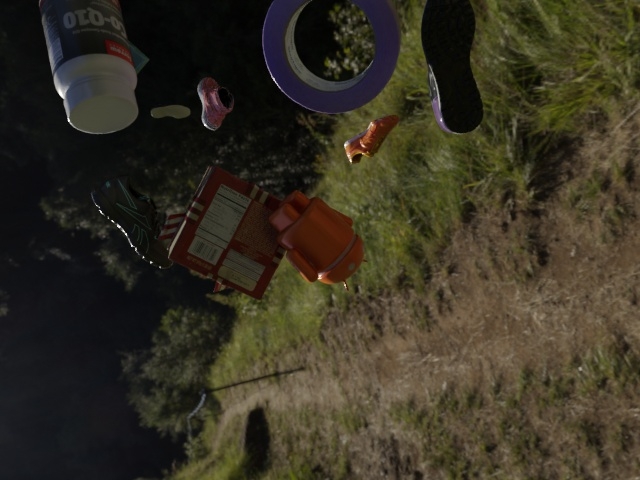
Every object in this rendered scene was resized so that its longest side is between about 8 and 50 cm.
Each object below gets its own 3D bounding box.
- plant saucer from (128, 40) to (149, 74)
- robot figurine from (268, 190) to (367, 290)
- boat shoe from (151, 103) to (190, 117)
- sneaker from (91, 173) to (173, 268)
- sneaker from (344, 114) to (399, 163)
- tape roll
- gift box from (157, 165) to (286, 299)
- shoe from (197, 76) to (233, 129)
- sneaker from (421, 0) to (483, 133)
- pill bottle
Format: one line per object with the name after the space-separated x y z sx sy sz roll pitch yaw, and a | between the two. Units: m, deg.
-0.562 -0.535 1.520 0.192 0.067 0.018 41 -171 -18 | plant saucer
0.001 -0.001 1.135 0.219 0.128 0.158 44 -167 -11 | robot figurine
-0.507 -0.444 1.907 0.042 0.133 0.048 -89 -4 -54 | boat shoe
-0.443 -0.043 1.394 0.267 0.106 0.101 55 176 -25 | sneaker
0.128 -0.237 1.316 0.175 0.064 0.067 -35 72 50 | sneaker
0.025 -0.406 1.145 0.090 0.275 0.274 -70 -16 -59 | tape roll
-0.220 -0.013 1.287 0.276 0.255 0.258 -58 15 -1 | gift box
-0.261 -0.367 1.419 0.081 0.064 0.178 -38 47 34 | shoe
0.244 -0.354 1.122 0.124 0.107 0.283 -118 19 -77 | sneaker
-0.473 -0.379 1.159 0.161 0.161 0.283 127 128 -64 | pill bottle
